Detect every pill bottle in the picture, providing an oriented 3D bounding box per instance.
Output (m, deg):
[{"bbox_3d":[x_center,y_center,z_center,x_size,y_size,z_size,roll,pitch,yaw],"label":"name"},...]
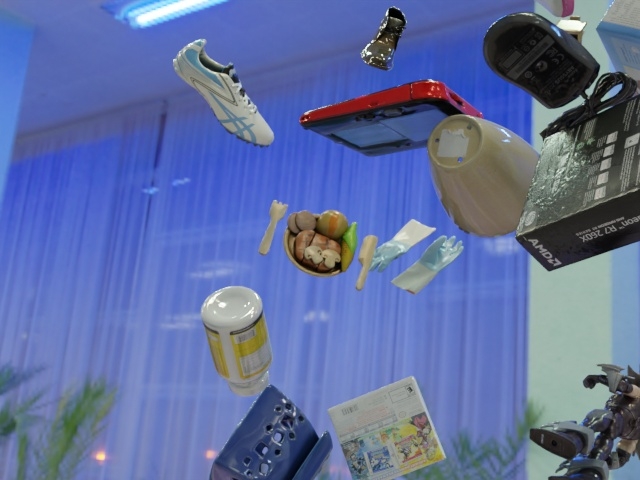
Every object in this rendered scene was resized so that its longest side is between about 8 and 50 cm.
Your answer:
[{"bbox_3d":[-0.136,0.174,1.528,0.103,0.103,0.184,2,-50,12],"label":"pill bottle"}]

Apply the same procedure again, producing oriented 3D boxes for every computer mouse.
[{"bbox_3d":[0.381,-0.292,1.536,0.272,0.072,0.188,35,-54,-24],"label":"computer mouse"}]

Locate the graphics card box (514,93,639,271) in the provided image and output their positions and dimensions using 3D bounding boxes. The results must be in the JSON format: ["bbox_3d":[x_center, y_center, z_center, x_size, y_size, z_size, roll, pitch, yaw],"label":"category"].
[{"bbox_3d":[0.464,-0.112,1.286,0.094,0.233,0.371,41,-40,-22],"label":"graphics card box"}]

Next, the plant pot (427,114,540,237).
[{"bbox_3d":[0.345,-0.166,2.024,0.256,0.257,0.274,-4,-18,28],"label":"plant pot"}]

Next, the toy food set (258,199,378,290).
[{"bbox_3d":[0.000,0.000,1.506,0.192,0.132,0.038,19,-35,-4],"label":"toy food set"}]

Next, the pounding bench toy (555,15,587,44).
[{"bbox_3d":[0.469,-0.378,1.700,0.052,0.083,0.065,12,-52,27],"label":"pounding bench toy"}]

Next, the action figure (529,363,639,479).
[{"bbox_3d":[0.445,0.294,1.427,0.099,0.185,0.285,-2,11,43],"label":"action figure"}]

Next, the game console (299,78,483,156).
[{"bbox_3d":[0.182,-0.270,2.121,0.341,0.060,0.386,-13,-12,25],"label":"game console"}]

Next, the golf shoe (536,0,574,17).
[{"bbox_3d":[0.352,-0.501,1.645,0.140,0.306,0.115,-22,-33,-1],"label":"golf shoe"}]

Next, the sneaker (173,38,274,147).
[{"bbox_3d":[-0.166,-0.267,1.667,0.086,0.085,0.237,-38,-74,24],"label":"sneaker"}]

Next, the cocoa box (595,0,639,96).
[{"bbox_3d":[0.748,-0.387,1.818,0.231,0.228,0.347,29,-8,42],"label":"cocoa box"}]

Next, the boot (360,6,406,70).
[{"bbox_3d":[0.146,-0.464,2.078,0.082,0.219,0.106,17,-62,-4],"label":"boot"}]

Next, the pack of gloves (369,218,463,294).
[{"bbox_3d":[0.237,0.024,2.315,0.195,0.232,0.046,26,-39,36],"label":"pack of gloves"}]

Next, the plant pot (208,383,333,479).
[{"bbox_3d":[-0.109,0.510,2.115,0.212,0.236,0.236,32,-29,9],"label":"plant pot"}]

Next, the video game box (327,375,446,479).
[{"bbox_3d":[0.142,0.415,1.945,0.205,0.187,0.048,-23,-19,9],"label":"video game box"}]
